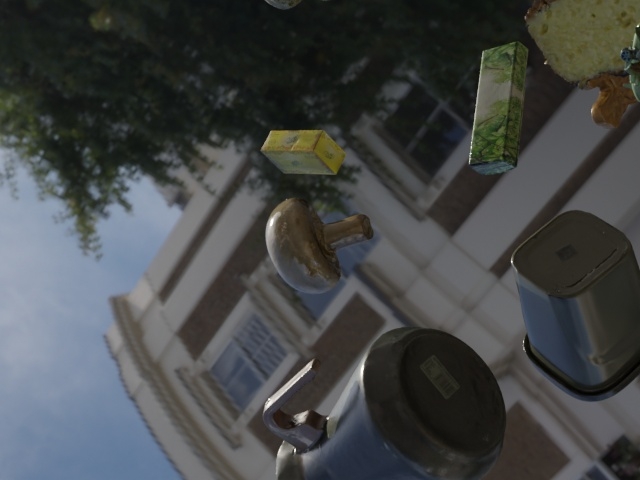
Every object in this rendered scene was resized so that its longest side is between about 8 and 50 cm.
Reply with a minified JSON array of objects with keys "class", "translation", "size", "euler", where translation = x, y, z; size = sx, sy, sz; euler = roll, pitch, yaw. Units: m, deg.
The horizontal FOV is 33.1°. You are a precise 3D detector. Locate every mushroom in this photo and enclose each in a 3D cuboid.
[{"class":"mushroom","translation":[0.000,0.000,2.206],"size":[0.207,0.215,0.207],"euler":[-20,-90,-79]}]

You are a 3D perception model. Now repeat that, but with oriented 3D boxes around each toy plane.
[{"class":"toy plane","translation":[0.375,-0.211,1.259],"size":[0.040,0.111,0.102],"euler":[24,-132,32]}]

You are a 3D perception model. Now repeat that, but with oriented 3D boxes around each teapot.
[{"class":"teapot","translation":[0.081,0.295,1.658],"size":[0.300,0.344,0.253],"euler":[37,-140,-9]}]

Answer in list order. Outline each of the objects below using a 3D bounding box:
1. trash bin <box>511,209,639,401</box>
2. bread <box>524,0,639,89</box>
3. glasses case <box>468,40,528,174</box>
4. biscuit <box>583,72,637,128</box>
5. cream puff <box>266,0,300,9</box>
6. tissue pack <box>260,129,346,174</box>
[{"class":"trash bin","translation":[0.449,0.103,1.851],"size":[0.220,0.219,0.250],"euler":[38,162,46]},{"class":"bread","translation":[0.436,-0.336,1.534],"size":[0.160,0.260,0.147],"euler":[51,-131,-23]},{"class":"glasses case","translation":[0.377,-0.276,2.255],"size":[0.062,0.095,0.272],"euler":[25,-113,-41]},{"class":"biscuit","translation":[0.512,-0.293,1.866],"size":[0.236,0.040,0.144],"euler":[-46,-57,-40]},{"class":"cream puff","translation":[-0.041,-0.540,1.859],"size":[0.282,0.282,0.185],"euler":[22,-172,-24]},{"class":"tissue pack","translation":[-0.040,-0.200,2.457],"size":[0.095,0.176,0.062],"euler":[43,-117,-40]}]
